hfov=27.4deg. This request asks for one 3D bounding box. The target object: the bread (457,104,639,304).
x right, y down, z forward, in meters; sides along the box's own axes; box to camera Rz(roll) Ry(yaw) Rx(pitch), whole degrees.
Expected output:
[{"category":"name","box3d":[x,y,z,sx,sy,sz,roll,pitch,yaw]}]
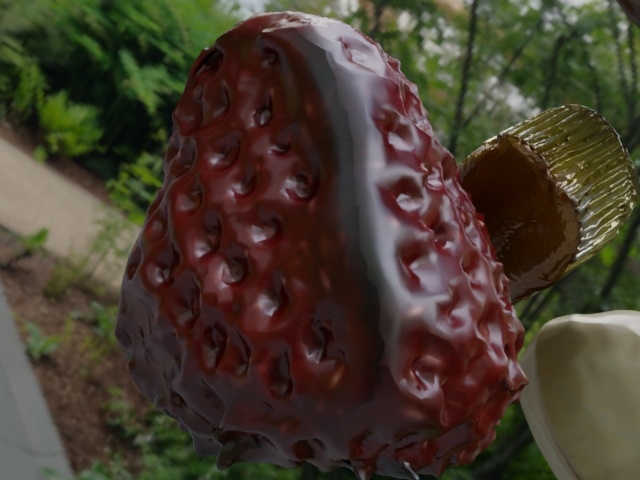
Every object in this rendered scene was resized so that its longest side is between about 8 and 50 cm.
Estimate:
[{"category":"bread","box3d":[0.171,-0.024,1.115,0.132,0.114,0.190,54,-33,10]}]

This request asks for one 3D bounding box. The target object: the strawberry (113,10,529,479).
[{"category":"strawberry","box3d":[0.000,0.000,1.012,0.295,0.345,0.317,-3,4,-30]}]

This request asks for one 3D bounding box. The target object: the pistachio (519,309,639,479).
[{"category":"pistachio","box3d":[0.297,0.193,1.203,0.299,0.187,0.187,56,6,0]}]

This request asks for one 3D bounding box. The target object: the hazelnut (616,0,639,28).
[{"category":"hazelnut","box3d":[0.381,-0.267,1.010,0.372,0.315,0.372,50,6,-7]}]
